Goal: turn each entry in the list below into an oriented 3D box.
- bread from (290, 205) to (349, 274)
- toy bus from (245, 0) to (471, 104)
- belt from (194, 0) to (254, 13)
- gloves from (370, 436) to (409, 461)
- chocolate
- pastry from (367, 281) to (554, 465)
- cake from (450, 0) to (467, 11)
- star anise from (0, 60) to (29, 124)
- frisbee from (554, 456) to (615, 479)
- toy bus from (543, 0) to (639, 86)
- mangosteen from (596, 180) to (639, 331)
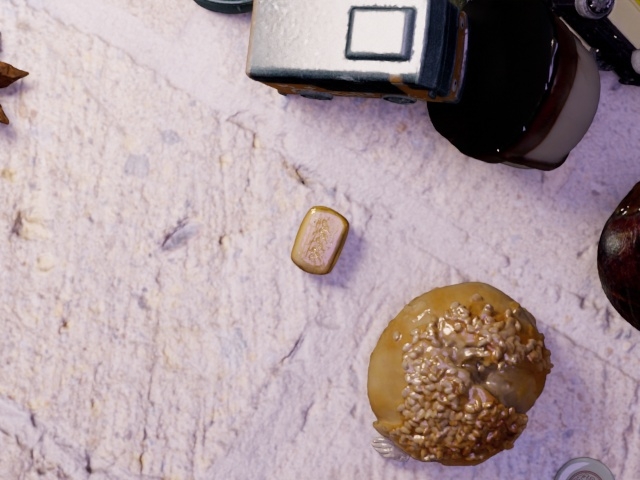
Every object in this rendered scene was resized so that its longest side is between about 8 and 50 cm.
[{"bbox_3d":[0.000,0.000,1.736,0.082,0.056,0.115,18,94,3],"label":"bread"},{"bbox_3d":[0.056,-0.307,1.627,0.323,0.194,0.162,7,89,25],"label":"toy bus"},{"bbox_3d":[-0.159,-0.507,1.708,0.206,0.116,0.267,-20,93,-4],"label":"belt"},{"bbox_3d":[0.125,0.351,1.750,0.081,0.037,0.044,10,54,4],"label":"gloves"},{"bbox_3d":[0.326,-0.245,1.654,0.186,0.283,0.284,8,89,-37],"label":"chocolate"},{"bbox_3d":[0.225,0.221,1.675,0.284,0.184,0.316,39,89,0],"label":"pastry"},{"bbox_3d":[0.123,-0.459,1.687,0.283,0.172,0.158,36,91,-3],"label":"cake"},{"bbox_3d":[-0.592,-0.259,1.710,0.212,0.111,0.196,-25,97,-8],"label":"star anise"},{"bbox_3d":[0.451,0.425,1.762,0.110,0.014,0.110,0,89,-1],"label":"frisbee"},{"bbox_3d":[0.475,-0.398,1.653,0.305,0.143,0.179,38,88,-23],"label":"toy bus"},{"bbox_3d":[0.604,0.024,1.631,0.330,0.330,0.330,0,90,-1],"label":"mangosteen"}]
